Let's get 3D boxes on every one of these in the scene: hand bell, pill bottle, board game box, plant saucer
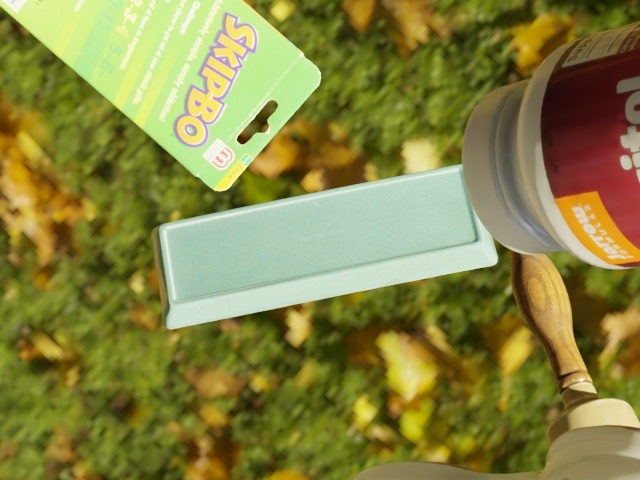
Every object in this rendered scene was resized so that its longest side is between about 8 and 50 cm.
[{"bbox_3d":[0.186,0.101,1.448,0.126,0.126,0.242,112,148,-50],"label":"hand bell"},{"bbox_3d":[0.125,-0.035,0.669,0.152,0.086,0.086,-12,118,48],"label":"pill bottle"},{"bbox_3d":[-0.133,-0.164,1.461,0.259,0.124,0.039,41,-175,-3],"label":"board game box"},{"bbox_3d":[0.000,0.000,1.101,0.192,0.067,0.018,-12,151,2],"label":"plant saucer"}]

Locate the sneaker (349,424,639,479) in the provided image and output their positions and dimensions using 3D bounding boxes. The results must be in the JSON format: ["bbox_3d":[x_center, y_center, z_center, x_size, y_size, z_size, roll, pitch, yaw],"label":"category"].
[{"bbox_3d":[0.111,0.182,0.992,0.114,0.152,0.305,36,147,-25],"label":"sneaker"}]
